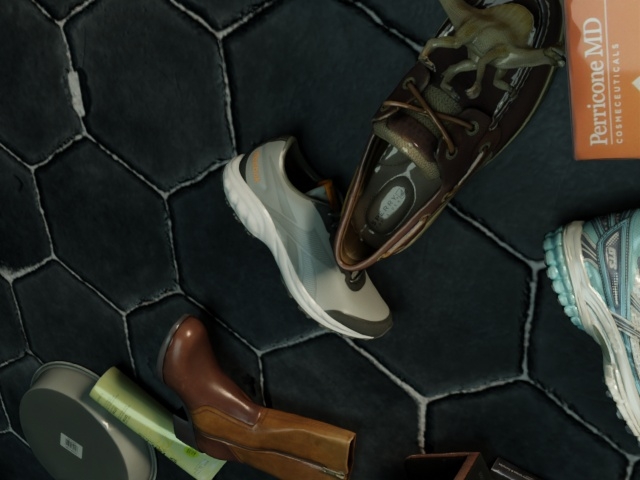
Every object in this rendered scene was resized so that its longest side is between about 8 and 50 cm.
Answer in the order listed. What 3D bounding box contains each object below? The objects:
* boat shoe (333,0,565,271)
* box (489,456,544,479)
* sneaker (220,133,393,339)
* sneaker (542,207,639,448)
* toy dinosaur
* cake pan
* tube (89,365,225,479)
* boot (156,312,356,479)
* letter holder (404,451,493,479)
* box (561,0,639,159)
[{"bbox_3d":[0.109,-0.101,0.763,0.123,0.123,0.342,40,124,7],"label":"boat shoe"},{"bbox_3d":[0.252,0.359,1.006,0.116,0.029,0.162,25,128,19],"label":"box"},{"bbox_3d":[0.000,0.000,0.917,0.108,0.100,0.271,-33,98,30],"label":"sneaker"},{"bbox_3d":[0.328,0.097,0.759,0.122,0.110,0.283,-28,100,36],"label":"sneaker"},{"bbox_3d":[0.132,-0.170,0.675,0.092,0.053,0.183,-46,58,3],"label":"toy dinosaur"},{"bbox_3d":[-0.420,0.350,1.406,0.293,0.054,0.293,15,122,25],"label":"cake pan"},{"bbox_3d":[-0.259,0.298,1.275,0.240,0.062,0.070,38,170,2],"label":"tube"},{"bbox_3d":[-0.087,0.241,1.109,0.280,0.096,0.264,17,123,23],"label":"boot"},{"bbox_3d":[0.142,0.437,1.007,0.214,0.152,0.302,-15,107,41],"label":"letter holder"},{"bbox_3d":[0.348,-0.185,0.526,0.345,0.168,0.215,1,118,27],"label":"box"}]
